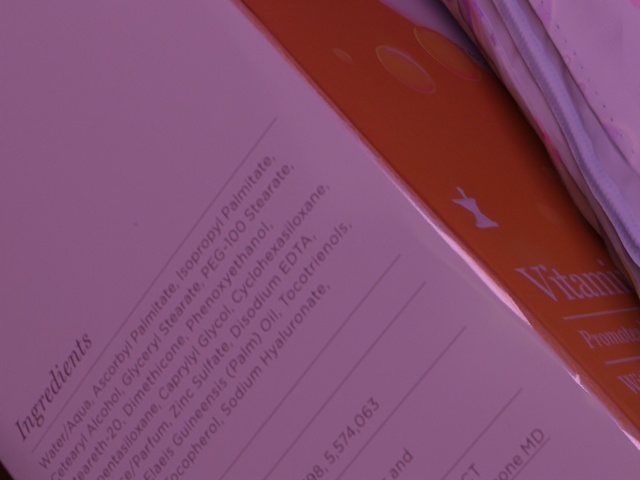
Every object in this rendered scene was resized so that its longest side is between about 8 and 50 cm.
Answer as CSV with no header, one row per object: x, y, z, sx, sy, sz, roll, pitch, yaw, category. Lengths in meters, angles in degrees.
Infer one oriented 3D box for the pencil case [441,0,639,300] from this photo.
0.090,-0.078,0.564,0.113,0.124,0.273,-58,43,30,pencil case

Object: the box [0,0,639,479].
0.000,0.000,0.647,0.345,0.215,0.168,48,116,23,box
